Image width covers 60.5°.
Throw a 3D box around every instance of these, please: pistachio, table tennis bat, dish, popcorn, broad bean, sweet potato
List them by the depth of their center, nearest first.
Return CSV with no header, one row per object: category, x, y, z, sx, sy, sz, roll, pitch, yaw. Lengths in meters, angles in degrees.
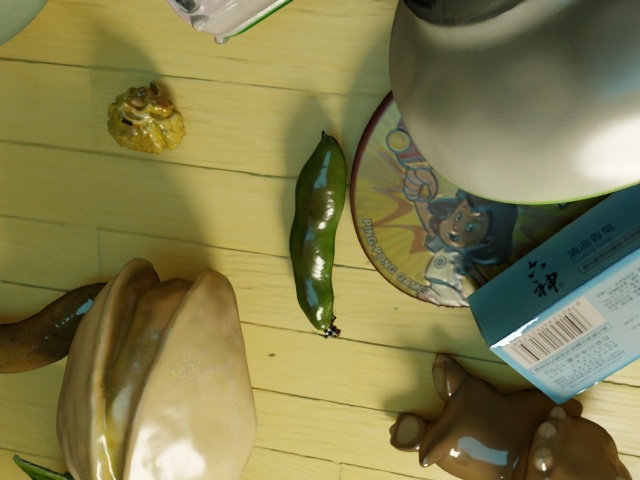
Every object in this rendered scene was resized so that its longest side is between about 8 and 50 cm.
dish,0.156,-0.195,0.371,0.124,0.324,0.324,27,117,-36
table tennis bat,0.192,-0.104,0.558,0.268,0.051,0.415,28,115,-4
popcorn,-0.196,-0.130,0.599,0.084,0.084,0.084,3,111,9
pistachio,-0.184,0.179,0.631,0.229,0.238,0.321,7,104,1
broad bean,-0.004,0.000,0.631,0.065,0.046,0.255,9,114,17
sweet potato,-0.412,0.124,0.741,0.346,0.079,0.109,-6,81,14

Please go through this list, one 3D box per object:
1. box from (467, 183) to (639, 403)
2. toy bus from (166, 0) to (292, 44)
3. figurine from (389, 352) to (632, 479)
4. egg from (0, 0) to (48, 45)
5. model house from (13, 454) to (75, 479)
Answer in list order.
box,0.289,0.053,0.558,0.142,0.083,0.232,38,113,-27
toy bus,-0.022,-0.317,0.463,0.305,0.143,0.179,-26,106,17
figurine,0.221,0.259,0.621,0.247,0.173,0.177,25,113,-1
egg,-0.367,-0.284,0.448,0.388,0.276,0.276,13,116,37
model house,-0.303,0.484,0.692,0.357,0.313,0.243,19,140,2
